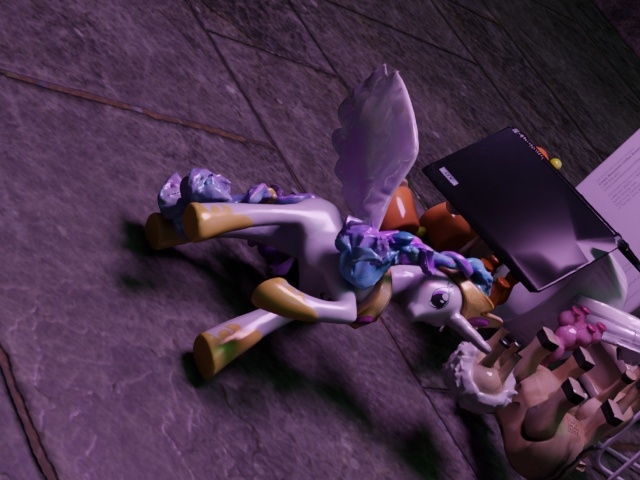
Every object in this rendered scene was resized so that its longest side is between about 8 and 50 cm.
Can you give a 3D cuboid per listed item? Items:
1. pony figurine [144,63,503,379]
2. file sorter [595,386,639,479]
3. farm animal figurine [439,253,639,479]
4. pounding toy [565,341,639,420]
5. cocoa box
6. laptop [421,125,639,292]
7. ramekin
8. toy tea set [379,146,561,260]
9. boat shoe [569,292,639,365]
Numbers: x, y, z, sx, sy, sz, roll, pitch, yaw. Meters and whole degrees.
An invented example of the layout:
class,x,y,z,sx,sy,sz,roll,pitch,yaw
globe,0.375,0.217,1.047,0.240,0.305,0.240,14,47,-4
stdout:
class,x,y,z,sx,sy,sz,roll,pitch,yaw
pony figurine,0.000,0.000,1.602,0.363,0.303,0.351,-1,46,-30
file sorter,0.489,0.323,1.910,0.173,0.193,0.277,32,27,-19
farm animal figurine,0.270,0.195,1.774,0.330,0.172,0.327,36,22,-13
pounding toy,0.515,0.180,2.216,0.269,0.155,0.154,19,39,-44
cocoa box,0.561,-0.023,2.379,0.228,0.347,0.231,5,46,-56
laptop,0.294,-0.026,1.919,0.234,0.136,0.264,51,8,24
ramekin,0.348,0.079,2.067,0.109,0.207,0.207,47,22,-17
toy tea set,0.205,-0.074,2.090,0.336,0.200,0.124,8,51,-46
boat shoe,0.421,0.136,1.938,0.184,0.063,0.066,25,6,-3
